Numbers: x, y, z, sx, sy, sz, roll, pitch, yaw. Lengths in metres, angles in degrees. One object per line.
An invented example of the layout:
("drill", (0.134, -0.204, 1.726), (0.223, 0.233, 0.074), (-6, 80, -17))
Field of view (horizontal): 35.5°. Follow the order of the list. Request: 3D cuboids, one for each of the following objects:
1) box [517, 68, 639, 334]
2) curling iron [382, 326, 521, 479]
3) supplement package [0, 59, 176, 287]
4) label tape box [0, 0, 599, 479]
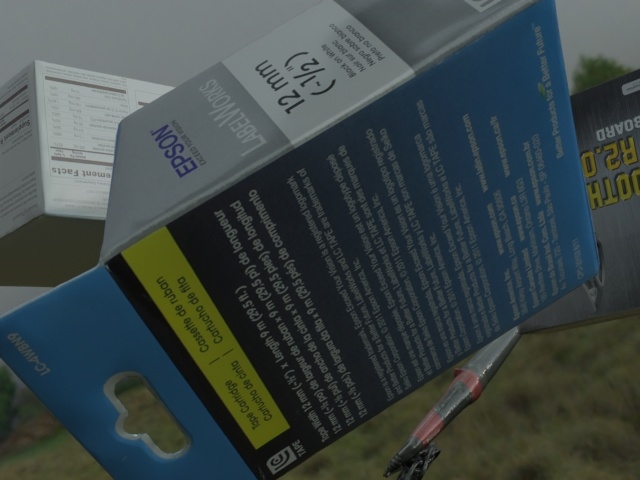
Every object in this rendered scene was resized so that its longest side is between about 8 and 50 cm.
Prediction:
("box", (0.247, -0.035, 0.788), (0.056, 0.183, 0.231), (5, -17, -45))
("curling iron", (0.135, 0.148, 0.970), (0.274, 0.035, 0.068), (-43, -17, -44))
("supplement package", (-0.254, -0.050, 1.006), (0.204, 0.145, 0.261), (4, -17, -43))
("label tape box", (-0.007, 0.005, 0.624), (0.347, 0.115, 0.249), (-30, -44, -5))
